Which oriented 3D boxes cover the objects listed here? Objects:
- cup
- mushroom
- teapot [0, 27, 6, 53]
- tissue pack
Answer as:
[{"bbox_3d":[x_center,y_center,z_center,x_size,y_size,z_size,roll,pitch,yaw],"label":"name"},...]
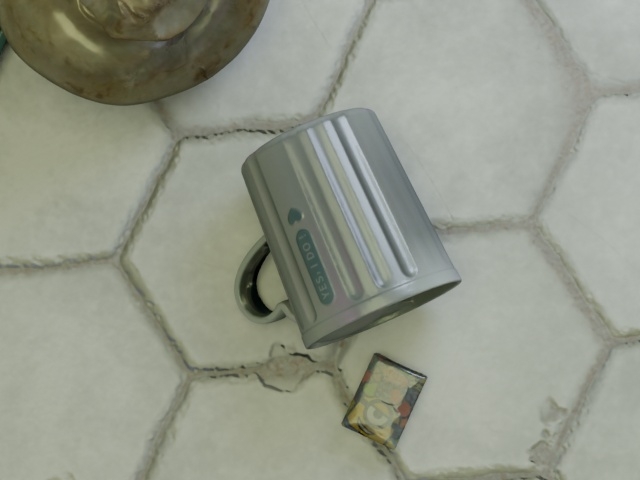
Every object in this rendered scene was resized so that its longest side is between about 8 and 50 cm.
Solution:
[{"bbox_3d":[0.001,-0.003,1.656,0.221,0.167,0.202,-24,82,3],"label":"cup"},{"bbox_3d":[-0.180,-0.282,1.619,0.297,0.290,0.297,-1,94,-14],"label":"mushroom"},{"bbox_3d":[-0.421,-0.246,1.730,0.203,0.171,0.225,22,98,-22],"label":"teapot"},{"bbox_3d":[0.065,0.163,1.703,0.063,0.035,0.083,24,91,7],"label":"tissue pack"}]
